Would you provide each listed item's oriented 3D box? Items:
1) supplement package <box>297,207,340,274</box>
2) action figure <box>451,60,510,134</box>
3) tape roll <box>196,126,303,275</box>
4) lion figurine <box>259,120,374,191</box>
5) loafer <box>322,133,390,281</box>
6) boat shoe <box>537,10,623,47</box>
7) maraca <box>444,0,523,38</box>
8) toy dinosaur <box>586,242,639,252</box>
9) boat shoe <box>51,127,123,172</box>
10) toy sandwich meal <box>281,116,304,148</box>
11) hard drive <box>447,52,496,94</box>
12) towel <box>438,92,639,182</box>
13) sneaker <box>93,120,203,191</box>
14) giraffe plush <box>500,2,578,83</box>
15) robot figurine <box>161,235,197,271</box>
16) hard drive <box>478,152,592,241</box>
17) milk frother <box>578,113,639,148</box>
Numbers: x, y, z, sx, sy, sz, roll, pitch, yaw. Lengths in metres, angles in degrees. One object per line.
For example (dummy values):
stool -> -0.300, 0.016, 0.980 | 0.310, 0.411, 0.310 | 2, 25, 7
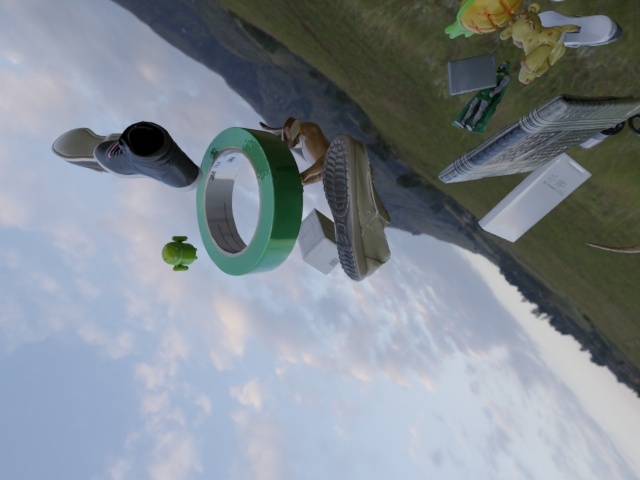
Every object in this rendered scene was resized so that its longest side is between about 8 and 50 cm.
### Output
supplement package -> 0.000, 0.000, 1.833 | 0.134, 0.139, 0.244 | 35, -160, -29
action figure -> 0.516, -0.452, 1.378 | 0.064, 0.232, 0.137 | 26, -170, -44
tape roll -> -0.168, -0.083, 0.978 | 0.077, 0.321, 0.321 | -3, -129, -43
lion figurine -> -0.014, -0.295, 1.459 | 0.392, 0.240, 0.142 | 56, 166, 16
loafer -> 0.071, -0.060, 0.798 | 0.102, 0.092, 0.268 | 31, 133, 57
boat shoe -> 0.832, -0.693, 1.461 | 0.102, 0.108, 0.301 | -4, -157, -31
maraca -> 0.337, -0.472, 0.908 | 0.186, 0.127, 0.099 | 152, 108, -72
toy dinosaur -> 0.529, -0.014, 0.647 | 0.064, 0.211, 0.112 | 38, -160, -34
boat shoe -> -0.623, -0.245, 1.251 | 0.116, 0.325, 0.096 | -70, -28, -23
toy sandwich meal -> -0.068, -0.272, 1.120 | 0.029, 0.085, 0.086 | 15, -176, 28
hard drive -> 0.443, -0.485, 1.292 | 0.022, 0.135, 0.094 | -99, -2, -65
towel -> 0.462, -0.219, 0.939 | 0.325, 0.312, 0.056 | -10, -104, -31
sneaker -> -0.406, -0.204, 0.967 | 0.296, 0.104, 0.146 | 18, 156, 21
giraffe plush -> 0.666, -0.633, 1.394 | 0.170, 0.182, 0.210 | 51, 167, 18
robot figurine -> -0.403, 0.038, 1.264 | 0.115, 0.067, 0.101 | 10, -103, -64
hard drive -> 0.661, -0.128, 1.369 | 0.203, 0.307, 0.040 | 16, -143, -39
milk frother -> 0.857, -0.325, 1.307 | 0.143, 0.129, 0.135 | 44, -179, 8
